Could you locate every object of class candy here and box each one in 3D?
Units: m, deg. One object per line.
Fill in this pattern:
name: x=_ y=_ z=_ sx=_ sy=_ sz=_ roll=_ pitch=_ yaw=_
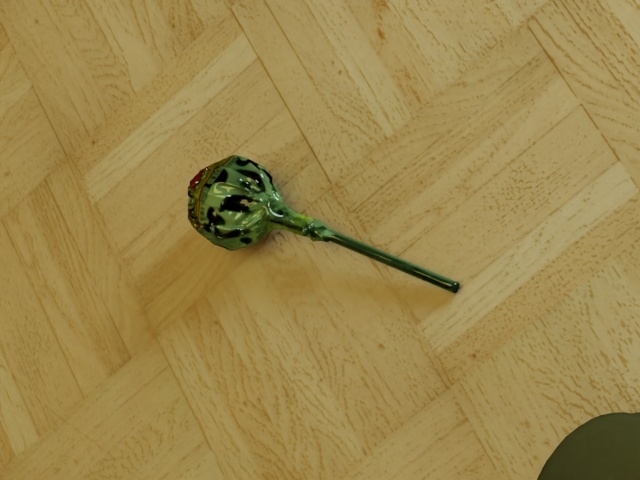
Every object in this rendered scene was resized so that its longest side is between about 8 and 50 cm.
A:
candy: x=0.000 y=0.000 z=1.875 sx=0.305 sy=0.083 sz=0.091 roll=23 pitch=89 yaw=28

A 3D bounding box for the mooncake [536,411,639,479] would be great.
mooncake: x=0.280 y=0.266 z=1.551 sx=0.275 sy=0.135 sz=0.275 roll=-21 pitch=50 yaw=28
